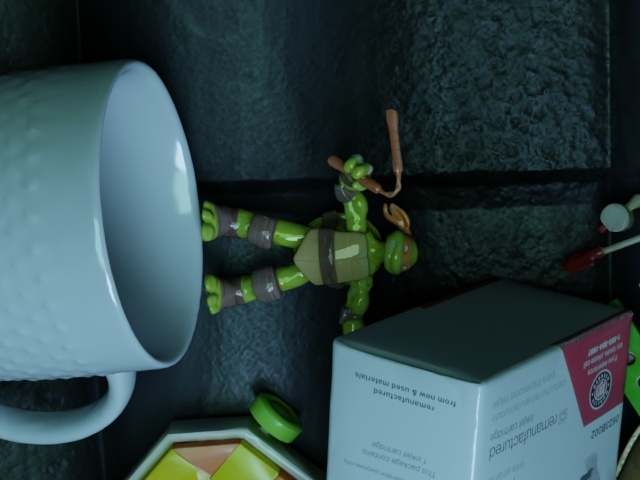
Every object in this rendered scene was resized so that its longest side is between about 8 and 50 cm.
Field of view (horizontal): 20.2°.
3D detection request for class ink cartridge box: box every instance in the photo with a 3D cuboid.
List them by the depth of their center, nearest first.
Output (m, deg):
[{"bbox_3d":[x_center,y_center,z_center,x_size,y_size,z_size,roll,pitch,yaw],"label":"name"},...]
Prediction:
[{"bbox_3d":[0.141,0.257,1.637,0.160,0.279,0.385,14,109,34],"label":"ink cartridge box"}]

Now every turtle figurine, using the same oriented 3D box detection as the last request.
[{"bbox_3d":[0.000,0.000,1.689,0.217,0.087,0.269,0,114,8],"label":"turtle figurine"}]

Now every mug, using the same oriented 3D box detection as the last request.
[{"bbox_3d":[-0.293,0.032,1.634,0.328,0.276,0.374,-6,122,14],"label":"mug"}]

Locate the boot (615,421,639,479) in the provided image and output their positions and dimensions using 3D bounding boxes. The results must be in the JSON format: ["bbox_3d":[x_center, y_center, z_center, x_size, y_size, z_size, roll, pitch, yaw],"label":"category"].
[{"bbox_3d":[0.370,0.190,1.678,0.112,0.115,0.305,38,101,-1],"label":"boot"}]

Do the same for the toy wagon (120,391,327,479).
[{"bbox_3d":[-0.046,0.325,1.790,0.344,0.068,0.267,39,104,-7],"label":"toy wagon"}]

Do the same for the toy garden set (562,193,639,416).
[{"bbox_3d":[0.350,0.015,1.677,0.244,0.049,0.204,-35,79,18],"label":"toy garden set"}]
